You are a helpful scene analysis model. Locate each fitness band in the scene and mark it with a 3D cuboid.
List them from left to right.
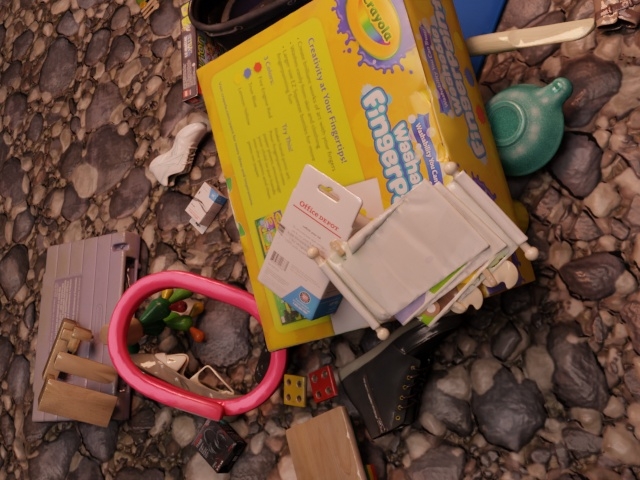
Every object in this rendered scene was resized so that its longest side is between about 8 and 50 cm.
[{"bbox_3d":[-0.193,0.164,1.239,0.291,0.054,0.209,19,83,6],"label":"fitness band"}]

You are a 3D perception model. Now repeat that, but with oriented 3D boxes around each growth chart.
[{"bbox_3d":[0.120,0.022,0.924,0.237,0.021,0.172,-34,94,23],"label":"growth chart"}]

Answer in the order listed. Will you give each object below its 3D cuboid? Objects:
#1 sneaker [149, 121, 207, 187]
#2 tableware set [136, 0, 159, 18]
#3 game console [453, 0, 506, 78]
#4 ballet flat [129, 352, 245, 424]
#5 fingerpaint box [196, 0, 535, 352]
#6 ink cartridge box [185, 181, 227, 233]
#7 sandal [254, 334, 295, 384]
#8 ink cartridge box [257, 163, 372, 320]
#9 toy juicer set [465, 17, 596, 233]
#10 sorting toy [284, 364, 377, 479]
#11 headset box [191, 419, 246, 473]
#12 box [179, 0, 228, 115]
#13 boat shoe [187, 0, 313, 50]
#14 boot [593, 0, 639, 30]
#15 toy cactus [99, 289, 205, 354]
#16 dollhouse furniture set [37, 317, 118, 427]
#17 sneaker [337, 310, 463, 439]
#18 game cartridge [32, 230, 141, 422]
[{"bbox_3d":[-0.261,-0.163,1.487,0.152,0.054,0.061,-45,67,21],"label":"sneaker"},{"bbox_3d":[-0.333,-0.543,1.654,0.154,0.024,0.104,-41,56,18],"label":"tableware set"},{"bbox_3d":[0.136,-0.325,1.291,0.250,0.173,0.293,16,84,66],"label":"game console"},{"bbox_3d":[-0.221,0.227,1.300,0.213,0.072,0.068,31,86,3],"label":"ballet flat"},{"bbox_3d":[0.052,-0.102,1.110,0.371,0.163,0.444,-20,82,36],"label":"fingerpaint box"},{"bbox_3d":[-0.216,-0.059,1.437,0.048,0.028,0.083,41,100,34],"label":"ink cartridge box"},{"bbox_3d":[-0.066,0.157,1.274,0.067,0.040,0.179,18,87,35],"label":"sandal"},{"bbox_3d":[0.000,0.000,1.016,0.104,0.060,0.180,36,115,27],"label":"ink cartridge box"},{"bbox_3d":[0.255,-0.175,1.136,0.209,0.089,0.329,28,103,37],"label":"toy juicer set"},{"bbox_3d":[0.017,0.318,1.158,0.132,0.046,0.274,-34,64,39],"label":"sorting toy"},{"bbox_3d":[-0.172,0.336,1.295,0.083,0.032,0.062,38,98,32],"label":"headset box"},{"bbox_3d":[-0.213,-0.336,1.462,0.036,0.114,0.207,-15,69,28],"label":"box"},{"bbox_3d":[-0.044,-0.474,1.300,0.500,0.156,0.186,-26,67,41],"label":"boat shoe"},{"bbox_3d":[0.407,-0.345,1.116,0.118,0.042,0.087,8,83,34],"label":"boot"},{"bbox_3d":[-0.302,0.161,1.345,0.219,0.180,0.112,-38,74,25],"label":"toy cactus"},{"bbox_3d":[-0.433,0.238,1.426,0.151,0.123,0.144,12,82,69],"label":"dollhouse furniture set"},{"bbox_3d":[0.135,0.192,1.121,0.222,0.083,0.118,-40,64,28],"label":"sneaker"},{"bbox_3d":[-0.454,0.171,1.508,0.230,0.068,0.355,-11,71,34],"label":"game cartridge"}]
